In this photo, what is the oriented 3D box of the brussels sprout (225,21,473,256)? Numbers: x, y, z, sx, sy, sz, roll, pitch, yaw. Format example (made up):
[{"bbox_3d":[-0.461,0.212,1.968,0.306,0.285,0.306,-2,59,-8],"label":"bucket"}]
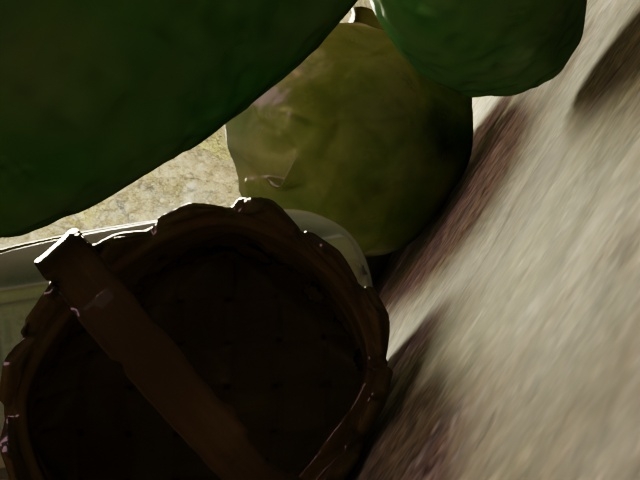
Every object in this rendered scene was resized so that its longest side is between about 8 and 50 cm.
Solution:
[{"bbox_3d":[0.026,-0.063,0.825,0.149,0.122,0.151,9,-95,-50],"label":"brussels sprout"}]

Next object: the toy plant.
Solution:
[{"bbox_3d":[0.027,-0.163,0.385,0.317,0.210,0.356,-20,-20,-41],"label":"toy plant"}]

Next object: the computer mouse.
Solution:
[{"bbox_3d":[-0.070,0.044,0.582,0.045,0.199,0.102,-163,65,-68],"label":"computer mouse"}]

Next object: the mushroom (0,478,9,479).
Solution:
[{"bbox_3d":[-0.146,0.187,0.638,0.226,0.178,0.226,-33,42,36],"label":"mushroom"}]

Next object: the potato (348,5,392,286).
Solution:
[{"bbox_3d":[0.000,0.000,1.008,0.269,0.112,0.255,-60,10,33],"label":"potato"}]

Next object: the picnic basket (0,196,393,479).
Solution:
[{"bbox_3d":[-0.043,0.050,0.465,0.138,0.128,0.178,-45,-12,-10],"label":"picnic basket"}]
